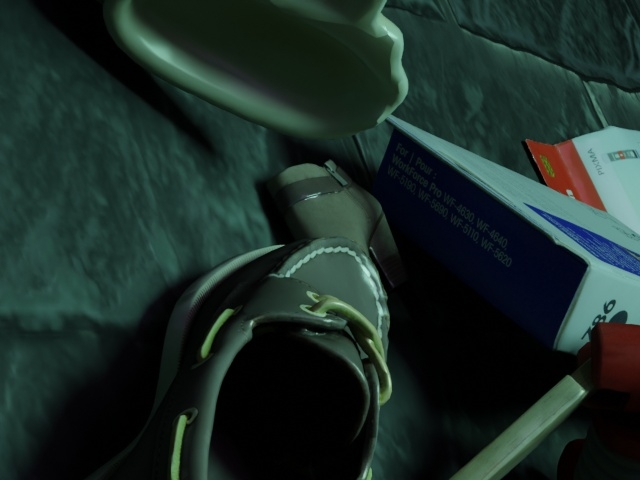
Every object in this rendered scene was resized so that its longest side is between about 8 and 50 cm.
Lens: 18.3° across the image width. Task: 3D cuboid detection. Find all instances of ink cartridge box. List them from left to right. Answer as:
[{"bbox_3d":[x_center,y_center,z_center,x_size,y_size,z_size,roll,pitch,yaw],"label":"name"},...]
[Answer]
[{"bbox_3d":[0.147,0.014,1.221,0.165,0.065,0.332,40,11,35],"label":"ink cartridge box"},{"bbox_3d":[0.235,-0.020,1.522,0.179,0.045,0.145,5,58,-63],"label":"ink cartridge box"}]

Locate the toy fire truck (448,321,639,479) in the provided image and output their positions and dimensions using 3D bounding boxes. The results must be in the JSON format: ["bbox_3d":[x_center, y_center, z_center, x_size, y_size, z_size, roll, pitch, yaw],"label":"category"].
[{"bbox_3d":[0.173,0.132,1.126,0.246,0.217,0.158,7,43,-7],"label":"toy fire truck"}]

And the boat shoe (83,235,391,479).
[{"bbox_3d":[-0.020,0.079,0.866,0.116,0.097,0.324,54,29,-10],"label":"boat shoe"}]

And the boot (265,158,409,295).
[{"bbox_3d":[0.000,0.000,1.079,0.087,0.042,0.118,54,28,7],"label":"boot"}]

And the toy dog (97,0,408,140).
[{"bbox_3d":[-0.066,-0.306,1.073,0.395,0.284,0.408,11,44,-10],"label":"toy dog"}]
